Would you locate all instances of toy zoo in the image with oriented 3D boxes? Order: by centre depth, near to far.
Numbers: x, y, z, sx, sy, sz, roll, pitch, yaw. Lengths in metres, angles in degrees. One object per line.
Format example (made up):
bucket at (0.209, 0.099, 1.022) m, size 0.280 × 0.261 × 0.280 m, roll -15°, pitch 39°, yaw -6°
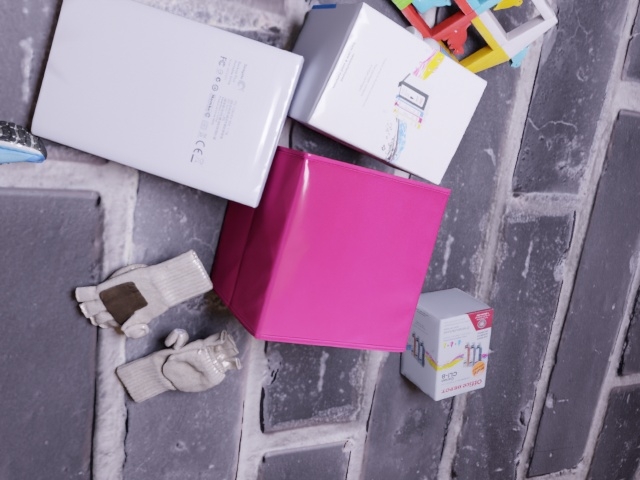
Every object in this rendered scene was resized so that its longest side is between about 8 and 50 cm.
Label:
toy zoo at (0.255, -0.387, 0.990) m, size 0.293 × 0.192 × 0.030 m, roll 37°, pitch 44°, yaw -34°

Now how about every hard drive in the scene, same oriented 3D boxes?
hard drive at (-0.206, -0.194, 0.806) m, size 0.319 × 0.040 × 0.210 m, roll 18°, pitch 98°, yaw 0°

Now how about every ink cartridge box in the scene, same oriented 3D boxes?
ink cartridge box at (0.081, -0.212, 0.873) m, size 0.233 × 0.171 × 0.168 m, roll 21°, pitch 98°, yaw -29°
ink cartridge box at (0.249, 0.204, 1.193) m, size 0.128 × 0.127 × 0.176 m, roll -8°, pitch 110°, yaw -25°

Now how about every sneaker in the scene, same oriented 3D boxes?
sneaker at (-0.453, -0.118, 0.795) m, size 0.162 × 0.063 × 0.073 m, roll 2°, pitch 123°, yaw -23°

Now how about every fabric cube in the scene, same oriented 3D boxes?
fabric cube at (0.000, 0.000, 0.934) m, size 0.254 × 0.259 × 0.257 m, roll 9°, pitch 99°, yaw -28°

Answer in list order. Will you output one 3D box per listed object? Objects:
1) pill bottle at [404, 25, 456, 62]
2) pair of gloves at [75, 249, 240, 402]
pill bottle at (0.189, -0.291, 1.033) m, size 0.160 × 0.087 × 0.087 m, roll 35°, pitch 88°, yaw -30°
pair of gloves at (-0.247, 0.146, 0.935) m, size 0.204 × 0.042 × 0.240 m, roll -14°, pitch 112°, yaw 6°
